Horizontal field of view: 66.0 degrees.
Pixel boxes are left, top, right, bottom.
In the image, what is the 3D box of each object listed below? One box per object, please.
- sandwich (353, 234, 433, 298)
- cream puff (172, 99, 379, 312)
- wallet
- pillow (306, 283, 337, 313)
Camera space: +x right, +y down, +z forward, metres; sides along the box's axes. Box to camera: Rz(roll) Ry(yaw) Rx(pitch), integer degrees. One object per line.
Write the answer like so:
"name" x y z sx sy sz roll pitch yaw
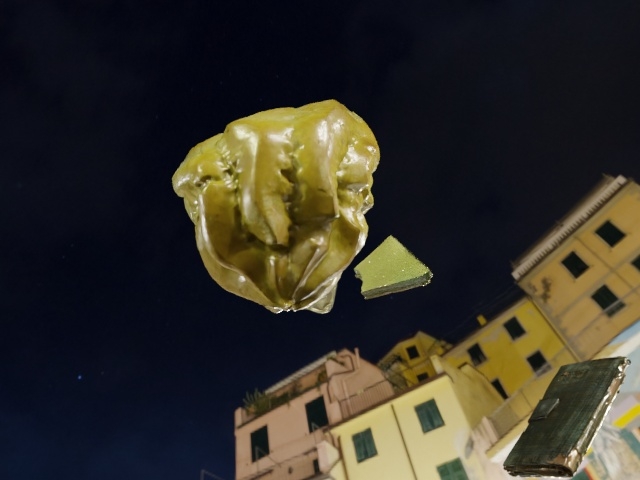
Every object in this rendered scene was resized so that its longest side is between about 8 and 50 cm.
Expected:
"sandwich" 0.225 0.119 1.608 0.212 0.245 0.063 -43 -55 2
"cream puff" -0.040 -0.032 0.713 0.291 0.324 0.257 -17 -98 -10
"wallet" 0.507 0.355 1.012 0.044 0.317 0.169 51 -32 1
"pillow" -0.048 0.158 1.533 0.217 0.130 0.033 5 -15 32
